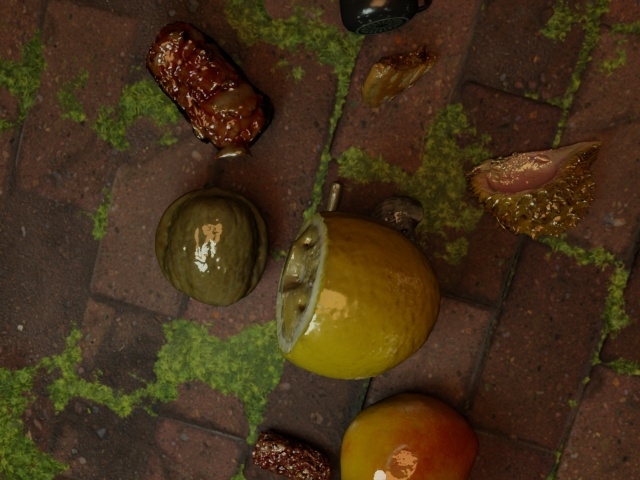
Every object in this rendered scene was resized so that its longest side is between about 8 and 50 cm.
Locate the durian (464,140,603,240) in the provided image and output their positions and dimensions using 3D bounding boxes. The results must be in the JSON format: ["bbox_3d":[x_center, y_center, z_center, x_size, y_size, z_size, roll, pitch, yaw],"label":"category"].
[{"bbox_3d":[0.504,-0.091,1.593,0.305,0.185,0.195,-16,120,0],"label":"durian"}]

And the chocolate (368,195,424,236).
[{"bbox_3d":[0.130,-0.019,1.636,0.248,0.110,0.110,-34,94,10],"label":"chocolate"}]

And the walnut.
[{"bbox_3d":[-0.248,0.014,1.616,0.283,0.227,0.282,-1,103,-5],"label":"walnut"}]

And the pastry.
[{"bbox_3d":[-0.068,0.546,1.744,0.209,0.115,0.097,21,88,4],"label":"pastry"}]

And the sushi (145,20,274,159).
[{"bbox_3d":[-0.252,-0.325,1.589,0.196,0.182,0.343,-42,90,17],"label":"sushi"}]

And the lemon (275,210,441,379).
[{"bbox_3d":[0.088,0.124,1.467,0.364,0.364,0.364,1,99,6],"label":"lemon"}]

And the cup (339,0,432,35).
[{"bbox_3d":[0.140,-0.553,1.536,0.223,0.169,0.176,-14,90,-27],"label":"cup"}]

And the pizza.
[{"bbox_3d":[0.178,-0.388,1.579,0.194,0.154,0.069,-30,73,-16],"label":"pizza"}]

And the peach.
[{"bbox_3d":[0.207,0.494,1.623,0.308,0.289,0.289,-17,97,15],"label":"peach"}]

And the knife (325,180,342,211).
[{"bbox_3d":[0.000,-0.001,1.695,0.047,0.017,0.297,13,104,6],"label":"knife"}]
